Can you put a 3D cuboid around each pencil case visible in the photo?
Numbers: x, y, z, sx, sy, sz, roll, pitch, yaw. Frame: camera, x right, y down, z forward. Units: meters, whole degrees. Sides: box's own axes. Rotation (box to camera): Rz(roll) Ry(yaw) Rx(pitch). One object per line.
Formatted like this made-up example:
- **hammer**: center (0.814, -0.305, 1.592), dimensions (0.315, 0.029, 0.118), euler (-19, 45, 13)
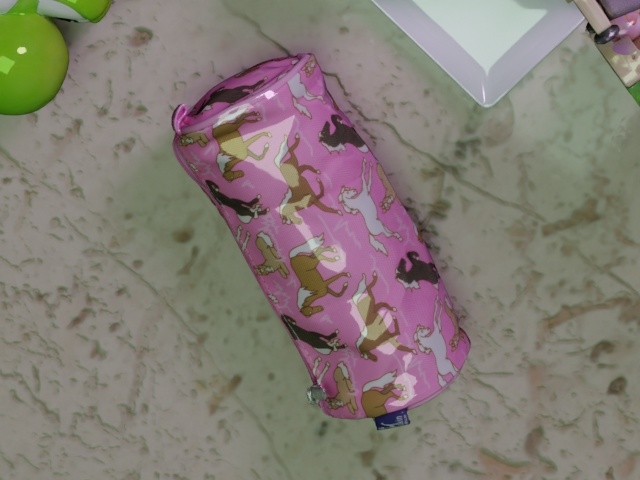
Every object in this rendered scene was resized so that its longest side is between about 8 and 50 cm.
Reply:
- **pencil case**: center (0.000, 0.000, 1.961), dimensions (0.160, 0.167, 0.386), euler (-12, 113, 44)

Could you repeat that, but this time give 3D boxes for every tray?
- **tray**: center (0.119, -0.268, 1.912), dimensions (0.270, 0.030, 0.145), euler (43, 108, -11)

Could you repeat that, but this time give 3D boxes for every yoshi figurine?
- **yoshi figurine**: center (-0.390, -0.219, 1.904), dimensions (0.362, 0.203, 0.203), euler (9, 127, -1)

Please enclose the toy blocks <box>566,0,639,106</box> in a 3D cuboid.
- **toy blocks**: center (0.375, -0.218, 1.753), dimensions (0.260, 0.288, 0.309), euler (-35, 113, 10)
